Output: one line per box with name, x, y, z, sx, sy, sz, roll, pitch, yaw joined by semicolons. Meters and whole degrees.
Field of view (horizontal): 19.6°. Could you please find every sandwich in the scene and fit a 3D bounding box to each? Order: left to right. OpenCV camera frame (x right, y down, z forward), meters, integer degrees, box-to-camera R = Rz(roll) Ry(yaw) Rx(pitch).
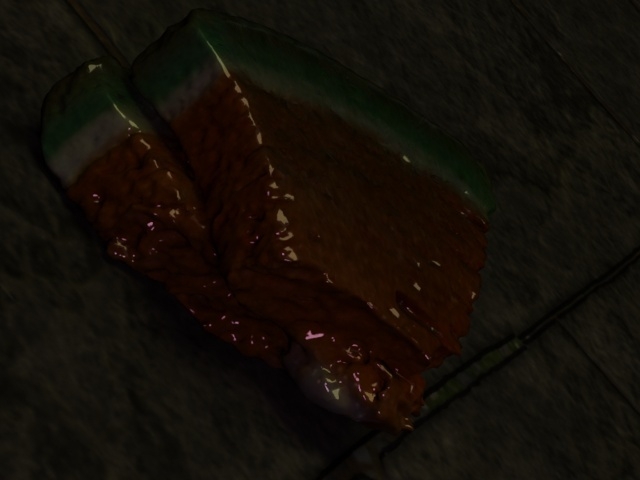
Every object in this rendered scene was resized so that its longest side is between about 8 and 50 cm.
sandwich;-0.008;-0.011;0.975;0.292;0.109;0.212;36;27;-21
